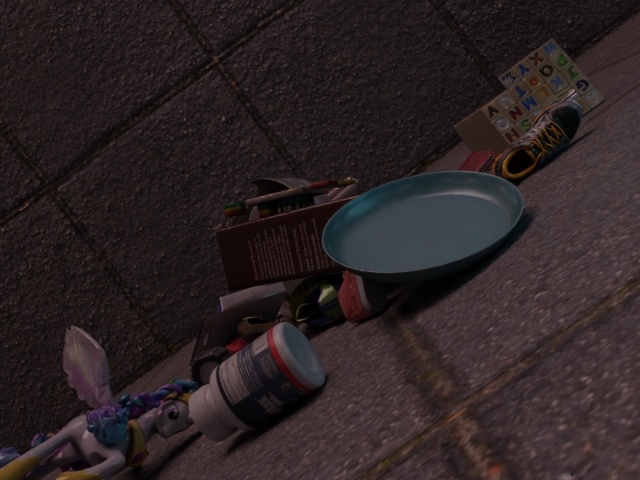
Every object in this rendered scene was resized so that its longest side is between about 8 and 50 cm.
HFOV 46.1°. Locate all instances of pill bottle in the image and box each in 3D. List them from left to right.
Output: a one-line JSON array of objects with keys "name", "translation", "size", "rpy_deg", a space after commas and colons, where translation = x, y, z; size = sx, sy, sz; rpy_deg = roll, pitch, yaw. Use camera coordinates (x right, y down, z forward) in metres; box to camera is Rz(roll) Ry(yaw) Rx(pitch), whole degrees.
[{"name": "pill bottle", "translation": [-0.094, 0.207, 1.071], "size": [0.180, 0.108, 0.108], "rpy_deg": [-36, 3, 14]}]

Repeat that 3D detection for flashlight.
[{"name": "flashlight", "translation": [-0.186, 0.246, 1.619], "size": [0.103, 0.103, 0.304], "rpy_deg": [5, 10, 11]}]

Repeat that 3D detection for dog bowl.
[{"name": "dog bowl", "translation": [-0.068, 0.008, 1.805], "size": [0.102, 0.348, 0.349], "rpy_deg": [-22, -7, -40]}]

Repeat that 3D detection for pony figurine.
[{"name": "pony figurine", "translation": [-0.398, 0.346, 1.322], "size": [0.351, 0.302, 0.363], "rpy_deg": [9, 31, 38]}]

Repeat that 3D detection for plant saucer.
[{"name": "plant saucer", "translation": [0.160, -0.021, 1.185], "size": [0.318, 0.043, 0.317], "rpy_deg": [-13, 28, 7]}]

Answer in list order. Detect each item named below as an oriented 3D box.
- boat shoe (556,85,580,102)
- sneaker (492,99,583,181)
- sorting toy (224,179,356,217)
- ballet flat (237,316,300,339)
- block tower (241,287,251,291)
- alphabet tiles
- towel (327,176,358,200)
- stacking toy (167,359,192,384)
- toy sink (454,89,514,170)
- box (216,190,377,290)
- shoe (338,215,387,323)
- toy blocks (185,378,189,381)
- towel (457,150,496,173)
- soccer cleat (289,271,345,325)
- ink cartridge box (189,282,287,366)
[{"name": "boat shoe", "translation": [0.613, -0.369, 2.046], "size": [0.109, 0.094, 0.302], "rpy_deg": [-38, 3, -21]}, {"name": "sneaker", "translation": [0.436, -0.190, 1.494], "size": [0.215, 0.084, 0.083], "rpy_deg": [-46, 0, 16]}, {"name": "sorting toy", "translation": [-0.059, -0.079, 1.590], "size": [0.275, 0.046, 0.132], "rpy_deg": [-12, -2, 25]}, {"name": "ballet flat", "translation": [-0.107, 0.179, 1.562], "size": [0.084, 0.058, 0.250], "rpy_deg": [-3, 1, -24]}, {"name": "block tower", "translation": [-0.152, 0.100, 2.114], "size": [0.335, 0.097, 0.091], "rpy_deg": [-68, -8, 19]}, {"name": "alphabet tiles", "translation": [0.511, -0.336, 1.777], "size": [0.237, 0.198, 0.009], "rpy_deg": [-36, -16, 5]}, {"name": "towel", "translation": [-0.002, 0.008, 2.195], "size": [0.317, 0.053, 0.331], "rpy_deg": [-43, -24, -54]}, {"name": "stacking toy", "translation": [-0.329, 0.350, 2.118], "size": [0.167, 0.052, 0.221], "rpy_deg": [-37, 4, 28]}, {"name": "toy sink", "translation": [0.484, -0.302, 1.934], "size": [0.131, 0.152, 0.234], "rpy_deg": [-37, 2, -23]}, {"name": "box", "translation": [0.000, 0.000, 1.492], "size": [0.382, 0.143, 0.191], "rpy_deg": [-10, 0, 36]}, {"name": "shoe", "translation": [0.062, 0.051, 1.293], "size": [0.064, 0.177, 0.081], "rpy_deg": [6, -28, -33]}, {"name": "toy blocks", "translation": [-0.268, 0.324, 1.731], "size": [0.148, 0.054, 0.123], "rpy_deg": [-38, 3, -32]}, {"name": "towel", "translation": [0.314, -0.118, 1.698], "size": [0.198, 0.031, 0.275], "rpy_deg": [-54, 1, 8]}, {"name": "soccer cleat", "translation": [-0.018, 0.127, 1.512], "size": [0.121, 0.093, 0.289], "rpy_deg": [-30, 2, -26]}, {"name": "ink cartridge box", "translation": [-0.205, 0.194, 1.784], "size": [0.224, 0.045, 0.223], "rpy_deg": [-17, -30, -31]}]
